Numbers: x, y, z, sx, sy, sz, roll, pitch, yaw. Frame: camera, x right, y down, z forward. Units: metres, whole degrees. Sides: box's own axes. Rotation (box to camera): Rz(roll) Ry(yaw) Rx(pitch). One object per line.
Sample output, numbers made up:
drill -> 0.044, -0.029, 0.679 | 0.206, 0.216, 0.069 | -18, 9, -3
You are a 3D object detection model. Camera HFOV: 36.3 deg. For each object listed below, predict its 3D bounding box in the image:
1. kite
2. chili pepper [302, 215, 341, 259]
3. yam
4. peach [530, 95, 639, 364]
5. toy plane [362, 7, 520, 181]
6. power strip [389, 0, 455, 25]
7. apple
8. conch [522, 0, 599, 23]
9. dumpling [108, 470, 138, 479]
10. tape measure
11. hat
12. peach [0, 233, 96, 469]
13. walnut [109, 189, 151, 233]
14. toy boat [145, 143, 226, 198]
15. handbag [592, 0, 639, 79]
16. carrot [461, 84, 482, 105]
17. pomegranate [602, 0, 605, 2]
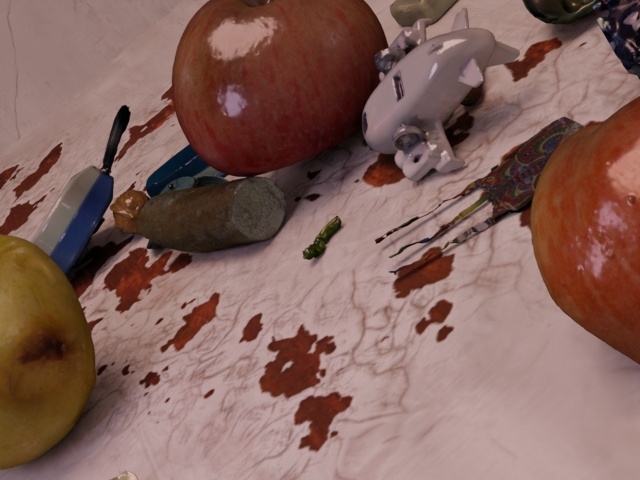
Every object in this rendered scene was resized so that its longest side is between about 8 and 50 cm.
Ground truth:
kite -> 0.190, -0.047, 1.134 | 0.285, 0.015, 0.152 | -30, 24, 12
chili pepper -> 0.000, 0.000, 1.296 | 0.027, 0.022, 0.083 | -5, 38, 51
yam -> -0.171, -0.035, 1.483 | 0.259, 0.106, 0.106 | -7, 40, 48
peach -> 0.275, 0.000, 0.771 | 0.232, 0.232, 0.232 | -30, 27, 18
toy plane -> 0.146, -0.195, 1.288 | 0.244, 0.117, 0.245 | -25, 60, 54
power strip -> 0.234, -0.475, 1.719 | 0.270, 0.046, 0.118 | -48, 25, -14
apple -> -0.063, -0.259, 1.459 | 0.344, 0.270, 0.345 | -20, 13, 5
conch -> 0.358, -0.381, 1.327 | 0.188, 0.122, 0.176 | -31, 48, 21
dumpling -> -0.235, 0.305, 1.104 | 0.076, 0.057, 0.052 | -30, -23, -40
tape measure -> -0.427, -0.066, 1.761 | 0.351, 0.097, 0.215 | -51, 14, 40
hat -> -0.236, -0.061, 1.636 | 0.190, 0.078, 0.138 | -24, 28, 28
peach -> -0.457, 0.161, 1.318 | 0.315, 0.314, 0.281 | 22, 30, 36
walnut -> -0.339, -0.052, 1.760 | 0.096, 0.082, 0.079 | -129, 50, -71
toy boat -> -0.185, -0.159, 1.744 | 0.299, 0.062, 0.096 | -33, 26, 12
handbag -> 0.432, -0.257, 1.025 | 0.260, 0.113, 0.162 | -28, 49, 18
carrot -> 0.213, -0.238, 1.381 | 0.035, 0.036, 0.165 | -24, 28, 28
pomegranate -> 0.400, -0.373, 1.164 | 0.207, 0.207, 0.207 | -30, 27, 18
